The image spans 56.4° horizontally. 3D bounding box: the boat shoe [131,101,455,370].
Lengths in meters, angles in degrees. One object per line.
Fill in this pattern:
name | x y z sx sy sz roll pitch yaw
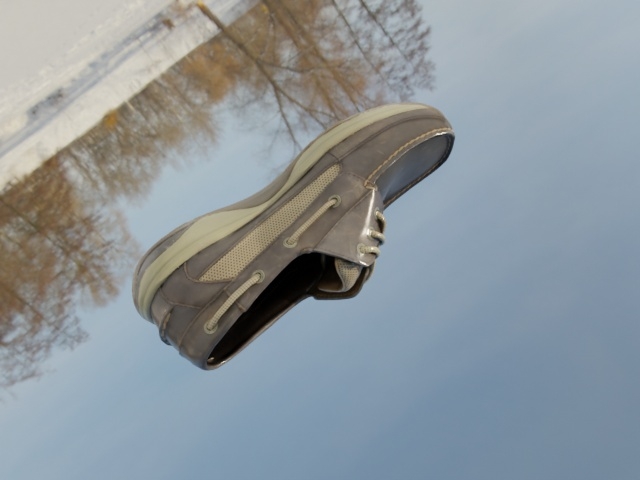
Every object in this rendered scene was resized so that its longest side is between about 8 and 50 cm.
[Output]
boat shoe | 0.000 0.000 0.579 0.355 0.132 0.130 -35 -115 -11
